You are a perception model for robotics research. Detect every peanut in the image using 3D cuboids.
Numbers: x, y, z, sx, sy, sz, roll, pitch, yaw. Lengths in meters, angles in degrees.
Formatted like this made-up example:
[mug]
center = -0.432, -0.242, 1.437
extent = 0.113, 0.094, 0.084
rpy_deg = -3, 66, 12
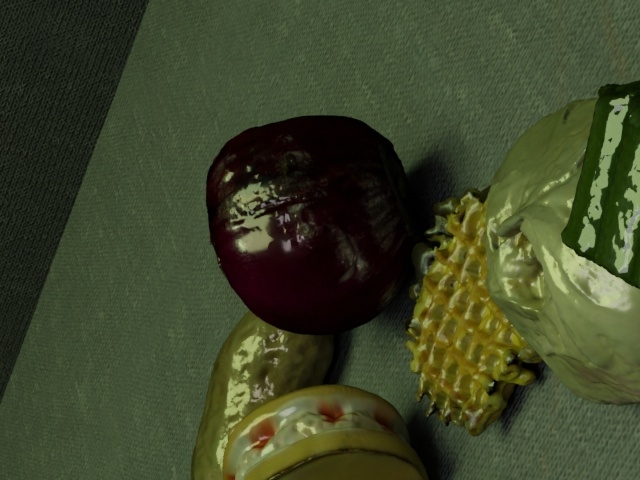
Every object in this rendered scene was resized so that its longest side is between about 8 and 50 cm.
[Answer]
[peanut]
center = -0.080, 0.249, 2.593
extent = 0.192, 0.170, 0.387
rpy_deg = 20, 98, 58

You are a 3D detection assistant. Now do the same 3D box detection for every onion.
[onion]
center = 0.000, 0.000, 2.389
extent = 0.336, 0.282, 0.260
rpy_deg = 72, -178, -65

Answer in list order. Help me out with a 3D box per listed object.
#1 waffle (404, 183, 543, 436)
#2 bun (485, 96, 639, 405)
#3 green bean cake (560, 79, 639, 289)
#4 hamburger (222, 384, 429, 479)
[waffle]
center = 0.193, 0.076, 2.213
extent = 0.329, 0.062, 0.329
rpy_deg = -38, 47, 56
[bun]
center = 0.290, 0.003, 1.869
extent = 0.361, 0.213, 0.361
rpy_deg = -27, 59, 60
[green bean cake]
center = 0.404, -0.035, 1.508
extent = 0.319, 0.335, 0.218
rpy_deg = 30, 109, 59
[hamburger]
center = 0.008, 0.323, 2.323
extent = 0.186, 0.261, 0.302
rpy_deg = -109, -4, -54
